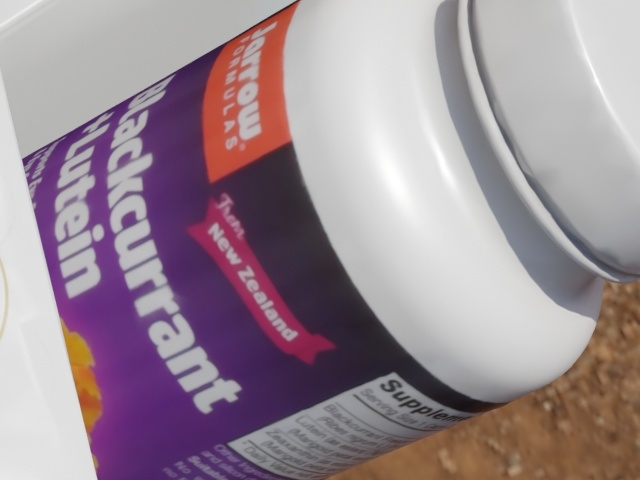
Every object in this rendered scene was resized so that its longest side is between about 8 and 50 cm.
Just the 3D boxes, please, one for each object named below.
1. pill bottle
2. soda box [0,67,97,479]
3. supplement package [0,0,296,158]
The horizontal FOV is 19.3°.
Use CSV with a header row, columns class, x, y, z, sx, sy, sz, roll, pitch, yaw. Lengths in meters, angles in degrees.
class,x,y,z,sx,sy,sz,roll,pitch,yaw
pill bottle,0.000,0.000,0.456,0.193,0.108,0.108,-27,126,30
soda box,-0.078,0.056,0.317,0.074,0.216,0.069,-3,143,-22
supplement package,-0.160,-0.070,0.708,0.263,0.198,0.199,-35,152,-14
